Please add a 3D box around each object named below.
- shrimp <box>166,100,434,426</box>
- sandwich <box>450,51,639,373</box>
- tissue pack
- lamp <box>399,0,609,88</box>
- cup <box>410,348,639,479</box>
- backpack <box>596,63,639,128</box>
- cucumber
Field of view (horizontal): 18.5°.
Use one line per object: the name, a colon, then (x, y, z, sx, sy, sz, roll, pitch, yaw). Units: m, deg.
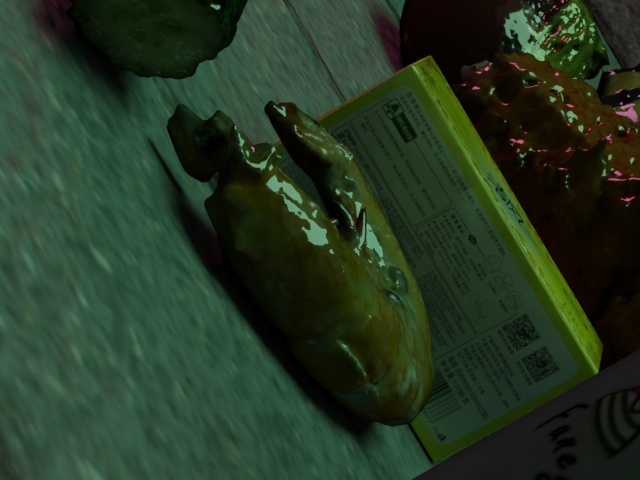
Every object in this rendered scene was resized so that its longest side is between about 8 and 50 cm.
shrimp: (-0.003, 0.002, 0.874, 0.187, 0.051, 0.132, 54, 20, -34)
sandwich: (0.171, 0.019, 1.094, 0.301, 0.162, 0.250, 56, -20, 9)
tissue pack: (0.055, 0.008, 0.970, 0.176, 0.095, 0.062, 58, 16, -2)
lamp: (0.136, -0.144, 1.458, 0.157, 0.135, 0.156, 58, 14, 4)
cup: (0.166, 0.122, 0.682, 0.205, 0.312, 0.205, 54, 15, -22)
backpack: (0.247, -0.010, 1.471, 0.207, 0.140, 0.253, -83, 166, -67)
cucumber: (-0.059, -0.156, 0.892, 0.077, 0.077, 0.265, 52, 26, -27)
